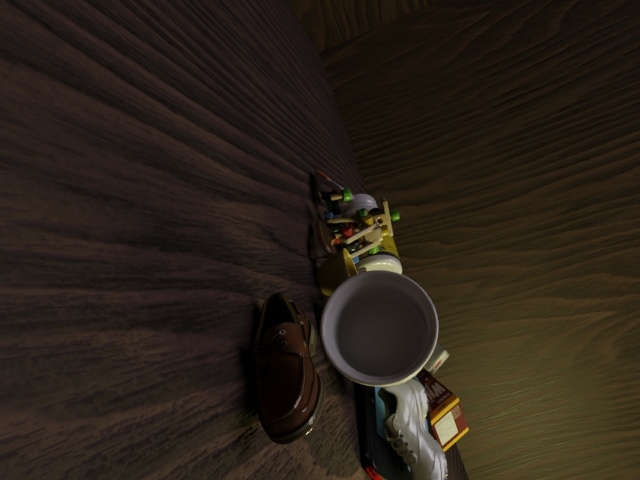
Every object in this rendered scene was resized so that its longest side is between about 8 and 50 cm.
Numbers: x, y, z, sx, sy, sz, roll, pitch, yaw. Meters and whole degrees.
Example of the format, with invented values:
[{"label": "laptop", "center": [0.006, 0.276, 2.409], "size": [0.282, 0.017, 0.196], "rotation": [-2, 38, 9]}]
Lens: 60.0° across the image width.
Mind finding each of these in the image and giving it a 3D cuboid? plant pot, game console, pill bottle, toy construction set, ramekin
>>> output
[{"label": "plant pot", "center": [0.044, 0.099, 1.497], "size": [0.134, 0.095, 0.134], "rotation": [-20, 90, -78]}, {"label": "game console", "center": [0.213, 0.513, 1.484], "size": [0.342, 0.060, 0.386], "rotation": [52, 23, -29]}, {"label": "pill bottle", "center": [0.163, 0.000, 1.976], "size": [0.188, 0.188, 0.334], "rotation": [56, 18, -49]}, {"label": "toy construction set", "center": [0.158, -0.002, 1.729], "size": [0.257, 0.237, 0.308], "rotation": [140, -63, -79]}, {"label": "ramekin", "center": [0.146, 0.224, 1.352], "size": [0.135, 0.277, 0.277], "rotation": [62, 12, -64]}]

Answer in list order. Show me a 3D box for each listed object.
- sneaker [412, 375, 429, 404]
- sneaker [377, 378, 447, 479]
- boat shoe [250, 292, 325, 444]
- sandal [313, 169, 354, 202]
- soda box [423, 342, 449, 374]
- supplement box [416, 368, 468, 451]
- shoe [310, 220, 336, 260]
[{"label": "sneaker", "center": [0.251, 0.471, 1.781], "size": [0.104, 0.125, 0.262], "rotation": [102, -30, -55]}, {"label": "sneaker", "center": [0.215, 0.489, 1.371], "size": [0.129, 0.111, 0.297], "rotation": [10, 49, -35]}, {"label": "boat shoe", "center": [-0.067, 0.186, 0.870], "size": [0.104, 0.111, 0.307], "rotation": [62, 4, -19]}, {"label": "sandal", "center": [0.027, -0.166, 1.862], "size": [0.102, 0.076, 0.265], "rotation": [34, 6, -26]}, {"label": "soda box", "center": [0.316, 0.348, 1.985], "size": [0.286, 0.098, 0.091], "rotation": [40, -5, 30]}, {"label": "supplement box", "center": [0.387, 0.589, 1.933], "size": [0.191, 0.129, 0.194], "rotation": [35, -26, 51]}, {"label": "shoe", "center": [0.000, 0.000, 1.588], "size": [0.076, 0.058, 0.219], "rotation": [46, 14, -12]}]
